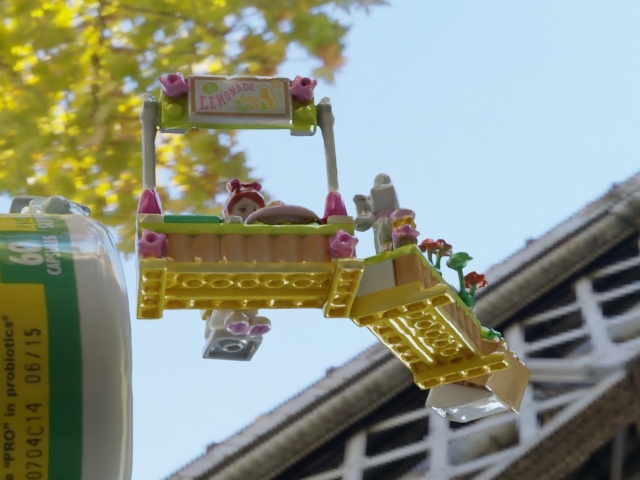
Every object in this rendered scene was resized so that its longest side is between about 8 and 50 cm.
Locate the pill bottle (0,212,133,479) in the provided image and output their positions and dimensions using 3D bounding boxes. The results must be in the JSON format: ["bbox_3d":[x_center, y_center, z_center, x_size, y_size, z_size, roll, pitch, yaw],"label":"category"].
[{"bbox_3d":[-0.168,0.048,0.441,0.208,0.117,0.118,0,-93,-16],"label":"pill bottle"}]

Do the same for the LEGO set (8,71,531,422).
[{"bbox_3d":[0.000,0.000,0.681,0.287,0.132,0.107,12,-124,-29],"label":"LEGO set"}]
